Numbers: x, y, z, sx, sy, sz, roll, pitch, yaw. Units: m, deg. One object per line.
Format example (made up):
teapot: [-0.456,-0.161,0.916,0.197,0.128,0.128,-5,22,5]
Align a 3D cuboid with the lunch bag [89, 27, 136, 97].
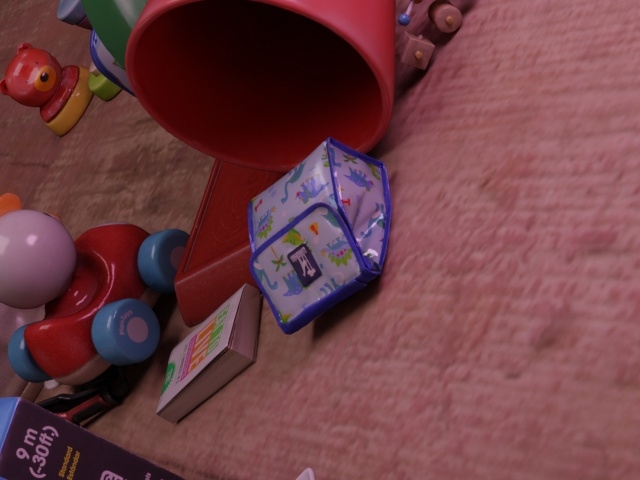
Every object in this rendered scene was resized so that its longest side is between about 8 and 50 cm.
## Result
lunch bag: [-0.133,-0.293,2.031,0.115,0.243,0.303,-16,50,57]

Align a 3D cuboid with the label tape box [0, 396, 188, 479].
label tape box: [-0.286,0.282,1.557,0.106,0.334,0.240,-29,38,49]

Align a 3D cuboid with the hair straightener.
hair straightener: [-0.287,0.177,2.030,0.230,0.047,0.089,-35,34,43]

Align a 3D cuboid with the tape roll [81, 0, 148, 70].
tape roll: [-0.110,-0.303,1.880,0.077,0.321,0.321,-26,40,59]

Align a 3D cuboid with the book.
book: [-0.117,0.119,1.794,0.144,0.035,0.096,-42,26,37]

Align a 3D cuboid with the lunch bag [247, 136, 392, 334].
lunch bag: [0.000,0.000,1.633,0.129,0.096,0.151,-37,47,36]

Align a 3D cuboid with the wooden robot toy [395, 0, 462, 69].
wooden robot toy: [0.110,-0.265,1.717,0.079,0.076,0.173,-120,32,-64]

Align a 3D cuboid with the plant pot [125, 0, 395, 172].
plant pot: [-0.039,-0.244,1.719,0.275,0.275,0.243,-31,38,47]

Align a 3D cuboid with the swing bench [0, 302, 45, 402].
swing bench: [-0.513,0.143,2.257,0.255,0.253,0.165,-29,39,50]

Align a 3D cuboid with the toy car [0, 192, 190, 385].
toy car: [-0.304,0.024,1.952,0.219,0.238,0.210,-13,38,47]

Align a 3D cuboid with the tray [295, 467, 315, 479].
tray: [-0.026,0.320,1.383,0.145,0.030,0.270,-49,26,21]

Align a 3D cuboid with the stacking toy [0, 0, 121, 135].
stacking toy: [-0.369,-0.342,2.685,0.279,0.130,0.309,-16,49,58]

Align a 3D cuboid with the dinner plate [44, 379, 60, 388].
dinner plate: [-0.292,0.126,2.093,0.141,0.017,0.141,-39,19,16]

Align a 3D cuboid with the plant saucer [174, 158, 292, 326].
plant saucer: [-0.065,-0.054,1.869,0.259,0.048,0.258,-27,39,51]
